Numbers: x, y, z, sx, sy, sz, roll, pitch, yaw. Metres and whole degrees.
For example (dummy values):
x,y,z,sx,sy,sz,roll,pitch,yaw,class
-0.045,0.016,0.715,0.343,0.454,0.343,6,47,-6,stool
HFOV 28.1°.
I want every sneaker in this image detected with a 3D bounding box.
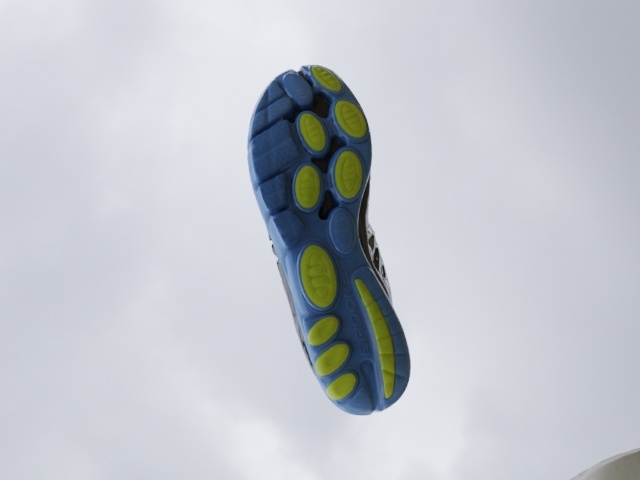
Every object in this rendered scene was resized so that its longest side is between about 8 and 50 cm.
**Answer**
x,y,z,sx,sy,sz,roll,pitch,yaw,class
0.000,0.000,0.675,0.067,0.078,0.188,-12,-95,-10,sneaker

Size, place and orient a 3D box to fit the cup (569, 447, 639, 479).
x,y,z,sx,sy,sz,roll,pitch,yaw,class
0.306,0.359,0.989,0.331,0.331,0.237,55,-154,-15,cup
